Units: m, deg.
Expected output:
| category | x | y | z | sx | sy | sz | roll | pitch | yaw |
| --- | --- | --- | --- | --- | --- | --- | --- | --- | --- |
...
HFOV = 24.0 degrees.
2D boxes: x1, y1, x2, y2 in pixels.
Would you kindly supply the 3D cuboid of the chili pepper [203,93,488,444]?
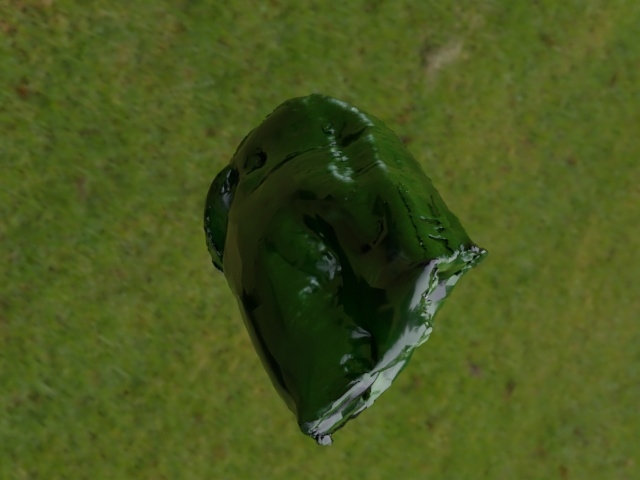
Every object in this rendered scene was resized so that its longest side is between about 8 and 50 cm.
| category | x | y | z | sx | sy | sz | roll | pitch | yaw |
| --- | --- | --- | --- | --- | --- | --- | --- | --- | --- |
| chili pepper | -0.002 | -0.001 | 0.551 | 0.061 | 0.224 | 0.098 | 26 | 97 | -15 |
